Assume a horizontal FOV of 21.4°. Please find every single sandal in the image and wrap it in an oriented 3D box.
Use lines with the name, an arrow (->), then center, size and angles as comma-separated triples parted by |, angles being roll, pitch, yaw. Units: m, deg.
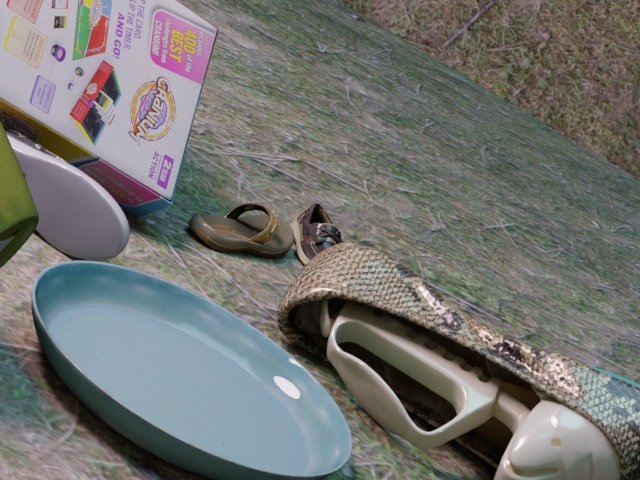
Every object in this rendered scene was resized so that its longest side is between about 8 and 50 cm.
sandal -> -0.083, -0.019, 1.968 | 0.072, 0.049, 0.180 | 40, 18, 28

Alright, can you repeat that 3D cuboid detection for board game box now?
board game box -> -0.269, -0.202, 1.814 | 0.316, 0.064, 0.242 | 33, 56, -32

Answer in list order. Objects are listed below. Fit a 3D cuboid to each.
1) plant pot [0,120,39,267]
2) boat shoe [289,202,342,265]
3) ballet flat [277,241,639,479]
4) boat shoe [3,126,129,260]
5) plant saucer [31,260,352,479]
plant pot -> -0.371, -0.083, 1.351 | 0.293, 0.275, 0.275 | 48, 18, 3
boat shoe -> 0.000, 0.000, 2.056 | 0.056, 0.049, 0.152 | 22, 19, -28
ballet flat -> 0.161, 0.169, 1.718 | 0.483, 0.164, 0.182 | 29, 37, 16
boat shoe -> -0.279, -0.055, 1.700 | 0.228, 0.080, 0.076 | 27, 16, 14
plant saucer -> -0.119, 0.124, 1.499 | 0.317, 0.044, 0.317 | 28, 17, -9
